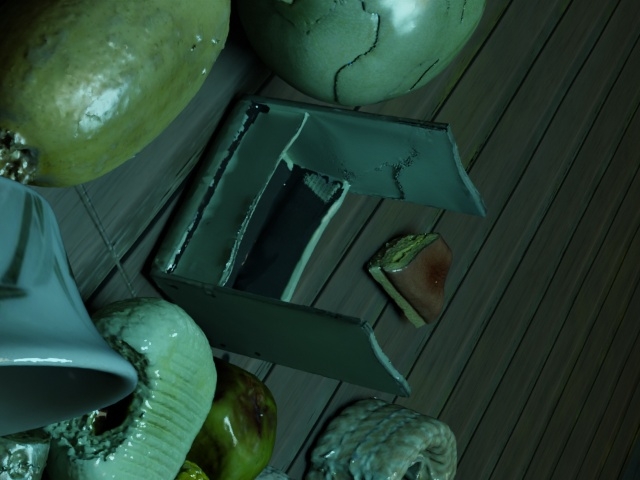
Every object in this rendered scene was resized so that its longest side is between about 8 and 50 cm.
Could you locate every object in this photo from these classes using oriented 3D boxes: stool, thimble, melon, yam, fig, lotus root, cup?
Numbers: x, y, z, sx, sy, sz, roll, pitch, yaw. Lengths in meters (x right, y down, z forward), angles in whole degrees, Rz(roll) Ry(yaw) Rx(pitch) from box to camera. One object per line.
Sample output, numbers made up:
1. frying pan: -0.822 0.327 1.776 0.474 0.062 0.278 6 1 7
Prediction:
1. stool: 0.000 0.000 1.315 0.243 0.270 0.170 -66 148 -23
2. thimble: 0.087 0.332 1.730 0.229 0.148 0.196 -17 117 -56
3. melon: 0.041 -0.280 1.296 0.330 0.268 0.268 -41 134 -54
4. yam: -0.299 0.234 1.048 0.107 0.107 0.183 46 58 -57
5. fig: -0.123 0.213 1.326 0.165 0.144 0.154 -66 -171 -2
6. lotus root: -0.196 -0.145 1.032 0.342 0.151 0.169 -54 143 -42
7. cup: -0.300 0.039 0.781 0.347 0.347 0.163 16 61 -61

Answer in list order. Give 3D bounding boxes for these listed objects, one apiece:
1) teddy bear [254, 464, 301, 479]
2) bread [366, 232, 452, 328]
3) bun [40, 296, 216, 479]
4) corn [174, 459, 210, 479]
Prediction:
1. teddy bear: -0.094 0.394 1.420 0.236 0.151 0.267 -3 100 -49
2. bread: 0.138 0.043 1.788 0.119 0.067 0.192 -59 146 -17
3. bun: -0.198 0.151 1.164 0.212 0.126 0.204 -57 147 -33
4. corn: -0.111 0.326 1.271 0.080 0.080 0.231 -49 119 -42
